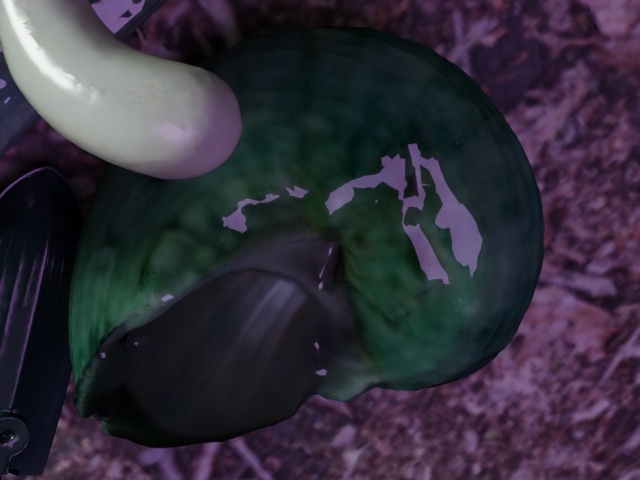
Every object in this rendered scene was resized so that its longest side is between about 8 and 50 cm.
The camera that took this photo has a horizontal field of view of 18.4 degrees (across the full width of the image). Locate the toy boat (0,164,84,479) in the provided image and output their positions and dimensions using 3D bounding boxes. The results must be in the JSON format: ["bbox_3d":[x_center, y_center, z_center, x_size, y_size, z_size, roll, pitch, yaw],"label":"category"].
[{"bbox_3d":[-0.133,0.035,0.857,0.055,0.060,0.141,8,108,-23],"label":"toy boat"}]

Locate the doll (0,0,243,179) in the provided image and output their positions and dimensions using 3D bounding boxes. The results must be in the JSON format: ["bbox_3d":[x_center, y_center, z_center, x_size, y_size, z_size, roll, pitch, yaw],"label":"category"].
[{"bbox_3d":[-0.176,-0.091,0.688,0.311,0.159,0.242,41,78,5],"label":"doll"}]

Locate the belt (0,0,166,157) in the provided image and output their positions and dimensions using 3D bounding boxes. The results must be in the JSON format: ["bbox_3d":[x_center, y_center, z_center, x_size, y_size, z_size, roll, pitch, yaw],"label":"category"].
[{"bbox_3d":[-0.101,-0.103,0.768,0.302,0.087,0.072,-42,128,8],"label":"belt"}]

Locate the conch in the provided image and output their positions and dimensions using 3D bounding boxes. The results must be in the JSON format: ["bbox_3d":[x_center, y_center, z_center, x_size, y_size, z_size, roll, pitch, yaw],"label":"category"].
[{"bbox_3d":[0.002,-0.001,0.840,0.202,0.134,0.196,16,131,-28],"label":"conch"}]
